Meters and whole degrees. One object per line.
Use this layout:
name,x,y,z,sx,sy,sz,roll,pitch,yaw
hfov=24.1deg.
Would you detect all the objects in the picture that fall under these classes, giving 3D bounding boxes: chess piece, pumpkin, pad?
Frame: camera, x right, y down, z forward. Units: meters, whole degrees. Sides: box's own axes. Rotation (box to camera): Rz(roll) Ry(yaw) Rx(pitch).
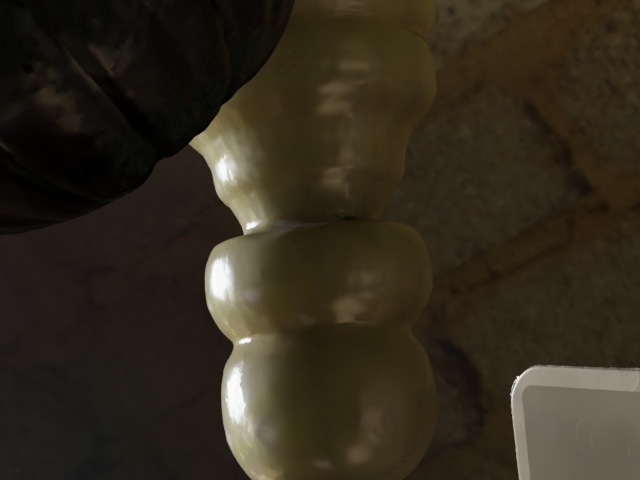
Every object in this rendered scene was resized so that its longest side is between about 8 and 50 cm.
chess piece,0.000,0.000,0.871,0.167,0.300,0.167,-6,-9,-1
pumpkin,-0.099,-0.089,0.546,0.202,0.140,0.202,-31,14,9
pad,0.216,0.163,0.888,0.002,0.176,0.266,-8,3,-40
